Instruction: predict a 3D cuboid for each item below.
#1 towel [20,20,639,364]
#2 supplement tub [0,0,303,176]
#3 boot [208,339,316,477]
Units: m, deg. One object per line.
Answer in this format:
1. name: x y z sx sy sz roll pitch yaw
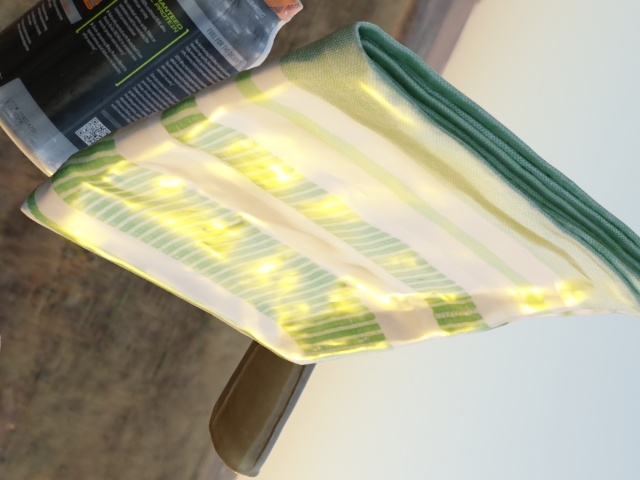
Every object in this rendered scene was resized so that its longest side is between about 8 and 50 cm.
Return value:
1. towel: 0.000 0.000 0.634 0.325 0.248 0.038 -13 -128 50
2. supplement tub: -0.187 -0.213 1.194 0.316 0.193 0.193 -35 -176 9
3. boot: -0.065 0.123 1.434 0.269 0.089 0.236 -61 -157 19
